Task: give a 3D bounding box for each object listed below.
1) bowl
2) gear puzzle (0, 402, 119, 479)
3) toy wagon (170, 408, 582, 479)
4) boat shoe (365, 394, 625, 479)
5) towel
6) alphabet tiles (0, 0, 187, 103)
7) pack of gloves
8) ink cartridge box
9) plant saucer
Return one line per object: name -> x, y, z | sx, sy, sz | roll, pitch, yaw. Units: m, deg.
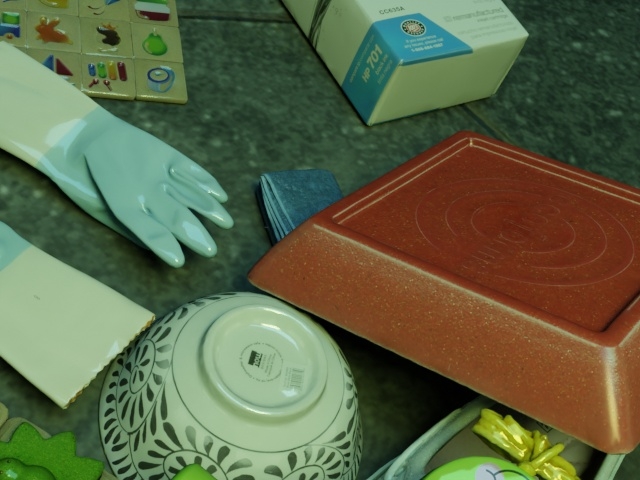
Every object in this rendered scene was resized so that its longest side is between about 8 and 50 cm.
bowl -> -0.042, 0.090, 0.639 | 0.170, 0.080, 0.170 | 10, 52, -13
gear puzzle -> -0.203, 0.147, 0.555 | 0.339, 0.044, 0.175 | 32, 50, 4
toy wagon -> 0.011, 0.221, 0.496 | 0.267, 0.068, 0.344 | 38, 75, 6
boat shoe -> 0.104, 0.149, 0.635 | 0.118, 0.103, 0.320 | 45, 52, 15
towel -> 0.000, 0.000, 0.757 | 0.067, 0.029, 0.119 | -7, 57, -27
alphabet tiles -> -0.229, -0.189, 0.827 | 0.237, 0.009, 0.198 | 2, 54, -19
pack of gloves -> -0.188, -0.013, 0.698 | 0.232, 0.046, 0.195 | 32, 55, 13
ink cartridge box -> 0.059, -0.201, 0.900 | 0.140, 0.082, 0.190 | -17, 64, -31
plant saucer -> 0.129, 0.005, 0.694 | 0.259, 0.047, 0.258 | 24, 34, 28
